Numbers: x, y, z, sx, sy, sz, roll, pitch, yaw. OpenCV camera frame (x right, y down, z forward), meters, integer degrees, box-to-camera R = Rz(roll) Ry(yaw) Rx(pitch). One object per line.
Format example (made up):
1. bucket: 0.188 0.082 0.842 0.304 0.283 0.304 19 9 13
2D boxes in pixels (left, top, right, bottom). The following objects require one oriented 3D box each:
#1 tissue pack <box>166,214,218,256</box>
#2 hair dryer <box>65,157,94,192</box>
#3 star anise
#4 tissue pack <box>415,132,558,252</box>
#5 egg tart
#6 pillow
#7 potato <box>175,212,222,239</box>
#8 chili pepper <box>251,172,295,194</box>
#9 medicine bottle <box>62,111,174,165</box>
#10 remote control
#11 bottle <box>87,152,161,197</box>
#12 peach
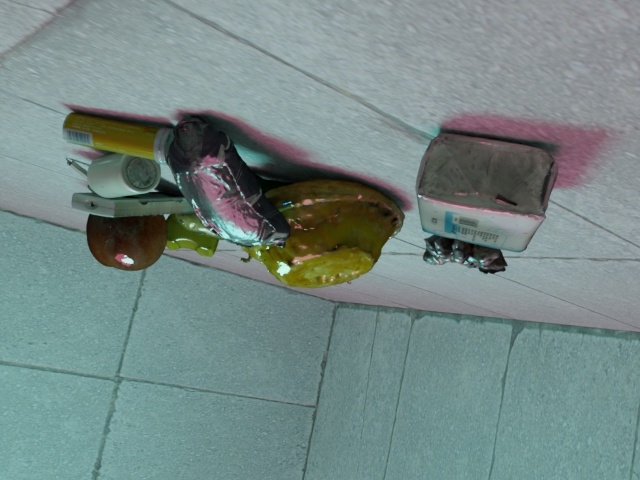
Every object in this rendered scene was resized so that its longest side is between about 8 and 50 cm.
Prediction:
1. tissue pack: -0.414 -0.027 2.281 0.178 0.127 0.123 12 164 -4
2. hair dryer: -0.616 -0.180 1.861 0.124 0.063 0.038 41 158 -29
3. star anise: 0.347 0.028 1.744 0.236 0.093 0.229 1 166 41
4. tissue pack: 0.263 -0.071 1.159 0.201 0.124 0.271 9 171 11
5. egg tart: 0.000 0.000 1.573 0.387 0.169 0.388 -6 158 -2
6. pillow: -0.178 -0.096 1.346 0.161 0.093 0.335 -9 134 26
7. potato: -0.313 -0.052 2.062 0.225 0.090 0.117 19 -163 -7
8. chili pepper: -0.081 -0.104 1.589 0.224 0.061 0.098 17 163 -21
9. medicine bottle: -0.384 -0.200 1.368 0.218 0.074 0.074 12 171 10
10. remote control: -0.477 -0.097 1.861 0.145 0.050 0.344 11 -172 26
11. bottle: -0.469 -0.152 1.645 0.104 0.104 0.245 19 168 -38
12. peach: -0.591 -0.032 2.152 0.252 0.253 0.252 11 171 2
